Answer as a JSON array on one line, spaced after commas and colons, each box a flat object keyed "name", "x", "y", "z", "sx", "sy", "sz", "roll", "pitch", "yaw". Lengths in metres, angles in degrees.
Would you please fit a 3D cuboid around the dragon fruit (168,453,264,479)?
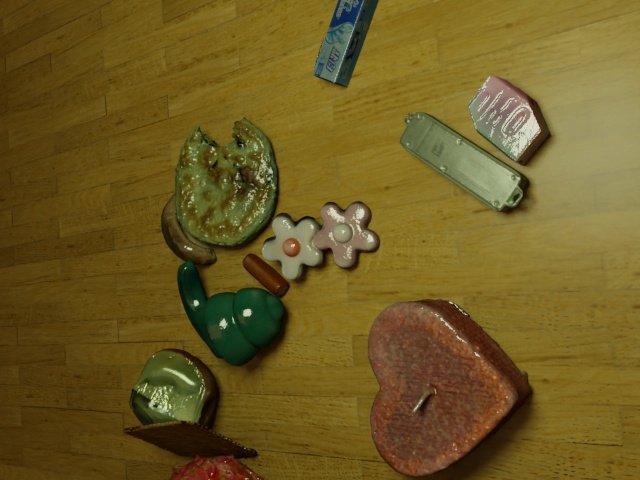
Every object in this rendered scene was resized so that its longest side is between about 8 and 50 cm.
[{"name": "dragon fruit", "x": -0.217, "y": 0.566, "z": 1.425, "sx": 0.268, "sy": 0.210, "sz": 0.205, "roll": -10, "pitch": 76, "yaw": 13}]

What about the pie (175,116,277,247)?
[{"name": "pie", "x": -0.222, "y": -0.128, "z": 1.499, "sx": 0.302, "sy": 0.067, "sz": 0.303, "roll": -2, "pitch": 85, "yaw": 24}]

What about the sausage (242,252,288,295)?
[{"name": "sausage", "x": -0.125, "y": 0.074, "z": 1.457, "sx": 0.131, "sy": 0.041, "sz": 0.039, "roll": 37, "pitch": 131, "yaw": 30}]

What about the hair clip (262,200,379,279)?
[{"name": "hair clip", "x": -0.003, "y": -0.001, "z": 1.359, "sx": 0.256, "sy": 0.075, "sz": 0.146, "roll": -13, "pitch": 77, "yaw": 30}]

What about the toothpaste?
[{"name": "toothpaste", "x": 0.064, "y": -0.452, "z": 1.325, "sx": 0.066, "sy": 0.053, "sz": 0.272, "roll": 29, "pitch": 105, "yaw": 32}]

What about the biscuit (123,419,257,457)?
[{"name": "biscuit", "x": -0.293, "y": 0.453, "z": 1.472, "sx": 0.236, "sy": 0.232, "sz": 0.013, "roll": -17, "pitch": 49, "yaw": 35}]

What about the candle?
[{"name": "candle", "x": 0.216, "y": 0.268, "z": 1.162, "sx": 0.287, "sy": 0.131, "sz": 0.317, "roll": 1, "pitch": 91, "yaw": 33}]

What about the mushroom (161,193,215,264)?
[{"name": "mushroom", "x": -0.334, "y": -0.020, "z": 1.580, "sx": 0.072, "sy": 0.094, "sz": 0.210, "roll": -42, "pitch": 71, "yaw": 24}]

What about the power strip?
[{"name": "power strip", "x": 0.257, "y": -0.143, "z": 1.186, "sx": 0.272, "sy": 0.052, "sz": 0.078, "roll": 40, "pitch": 111, "yaw": 28}]

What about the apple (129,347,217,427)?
[{"name": "apple", "x": -0.334, "y": 0.359, "z": 1.523, "sx": 0.188, "sy": 0.174, "sz": 0.207, "roll": 22, "pitch": 98, "yaw": 6}]

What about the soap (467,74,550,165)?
[{"name": "soap", "x": 0.323, "y": -0.215, "z": 1.138, "sx": 0.149, "sy": 0.056, "sz": 0.100, "roll": 48, "pitch": 112, "yaw": 26}]

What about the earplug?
[{"name": "earplug", "x": -0.201, "y": 0.159, "z": 1.464, "sx": 0.280, "sy": 0.164, "sz": 0.258, "roll": -18, "pitch": 47, "yaw": 22}]
